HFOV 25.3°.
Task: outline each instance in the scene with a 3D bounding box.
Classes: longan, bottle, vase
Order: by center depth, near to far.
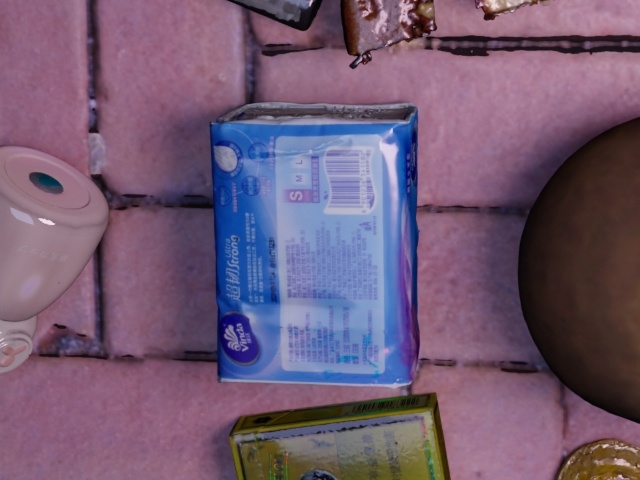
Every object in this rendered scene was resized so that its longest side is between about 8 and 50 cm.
[{"bbox_3d":[0.327,0.027,1.315,0.297,0.297,0.297,2,102,8],"label":"longan"},{"bbox_3d":[-0.099,-0.274,1.418,0.211,0.060,0.060,24,104,4],"label":"vase"},{"bbox_3d":[-0.330,0.033,1.479,0.147,0.147,0.236,31,112,1],"label":"bottle"}]

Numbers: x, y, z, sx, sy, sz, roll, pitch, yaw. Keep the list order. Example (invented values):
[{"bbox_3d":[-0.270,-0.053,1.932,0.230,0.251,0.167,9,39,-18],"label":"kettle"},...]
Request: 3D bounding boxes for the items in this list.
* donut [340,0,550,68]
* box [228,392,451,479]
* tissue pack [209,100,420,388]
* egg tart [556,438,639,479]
[{"bbox_3d":[0.122,-0.261,1.374,0.217,0.085,0.141,-12,100,10],"label":"donut"},{"bbox_3d":[0.024,0.247,1.509,0.220,0.064,0.141,-7,102,11],"label":"box"},{"bbox_3d":[0.000,0.000,1.416,0.198,0.146,0.263,1,103,10],"label":"tissue pack"},{"bbox_3d":[0.305,0.272,1.478,0.130,0.052,0.130,1,100,6],"label":"egg tart"}]
